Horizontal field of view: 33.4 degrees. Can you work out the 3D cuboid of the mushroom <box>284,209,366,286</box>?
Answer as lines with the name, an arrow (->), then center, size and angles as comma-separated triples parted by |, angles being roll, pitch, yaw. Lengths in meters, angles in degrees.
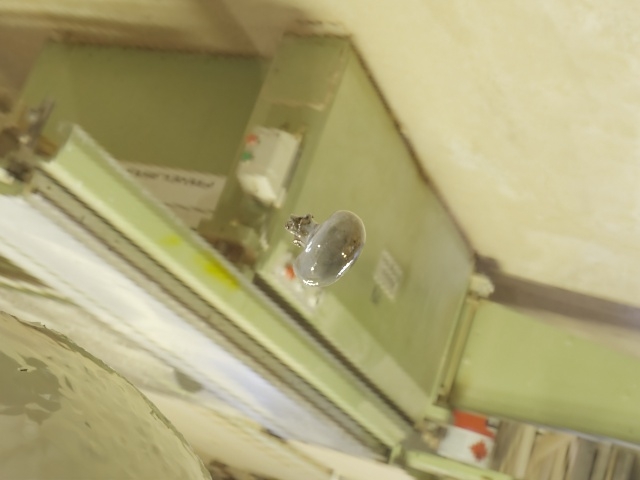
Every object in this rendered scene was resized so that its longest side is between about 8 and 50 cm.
mushroom -> 0.000, 0.000, 1.040 | 0.079, 0.085, 0.085 | 44, 167, 13

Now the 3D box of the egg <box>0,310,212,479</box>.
egg -> -0.135, 0.200, 0.434 | 0.201, 0.337, 0.337 | 25, 166, 24
